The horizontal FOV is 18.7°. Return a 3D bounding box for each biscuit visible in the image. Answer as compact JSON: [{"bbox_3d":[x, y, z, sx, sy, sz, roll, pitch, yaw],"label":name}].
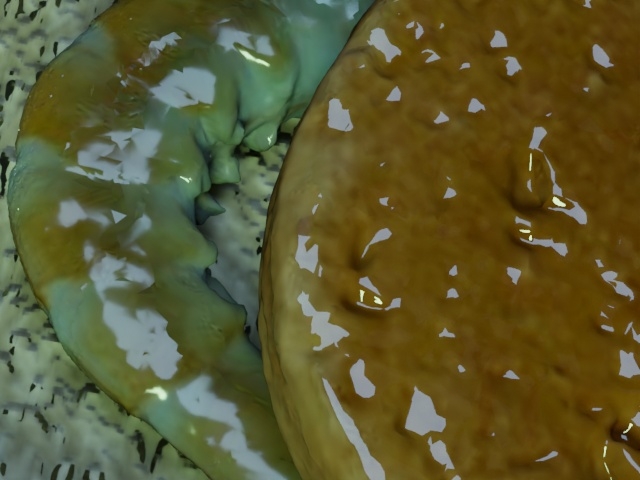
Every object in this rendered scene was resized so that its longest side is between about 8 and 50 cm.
[{"bbox_3d":[0.166,-0.022,0.772,0.350,0.078,0.455,43,61,2],"label":"biscuit"}]

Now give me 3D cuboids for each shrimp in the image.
[{"bbox_3d":[-0.031,-0.013,0.771,0.185,0.068,0.287,2,57,-8],"label":"shrimp"}]
